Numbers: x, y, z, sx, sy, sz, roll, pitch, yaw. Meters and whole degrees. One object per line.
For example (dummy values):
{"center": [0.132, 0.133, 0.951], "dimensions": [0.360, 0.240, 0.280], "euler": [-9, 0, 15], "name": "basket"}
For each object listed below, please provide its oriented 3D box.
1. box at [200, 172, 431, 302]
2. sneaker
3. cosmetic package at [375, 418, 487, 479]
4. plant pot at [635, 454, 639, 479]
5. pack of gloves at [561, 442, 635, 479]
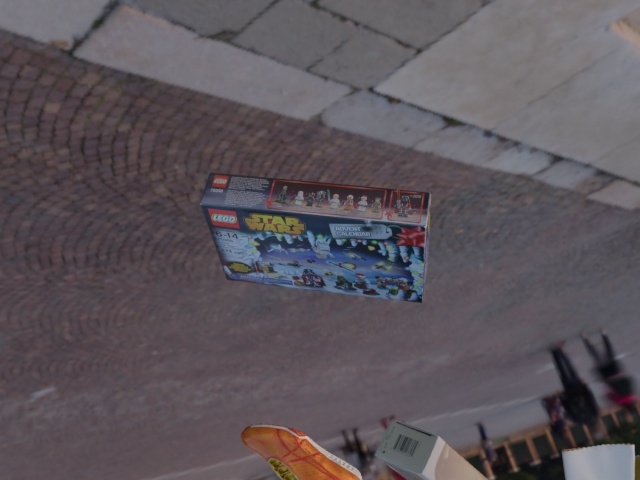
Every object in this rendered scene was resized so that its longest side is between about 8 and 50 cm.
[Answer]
{"center": [0.000, 0.000, 0.530], "dimensions": [0.137, 0.027, 0.094], "euler": [6, 148, 10], "name": "box"}
{"center": [-0.025, 0.290, 1.065], "dimensions": [0.064, 0.175, 0.067], "euler": [-58, -176, 47], "name": "sneaker"}
{"center": [0.110, 0.222, 0.817], "dimensions": [0.060, 0.041, 0.115], "euler": [11, 155, 43], "name": "cosmetic package"}
{"center": [0.466, 0.364, 1.188], "dimensions": [0.095, 0.134, 0.134], "euler": [-63, 158, -3], "name": "plant pot"}
{"center": [0.380, 0.343, 0.931], "dimensions": [0.195, 0.232, 0.046], "euler": [-5, -178, -2], "name": "pack of gloves"}
